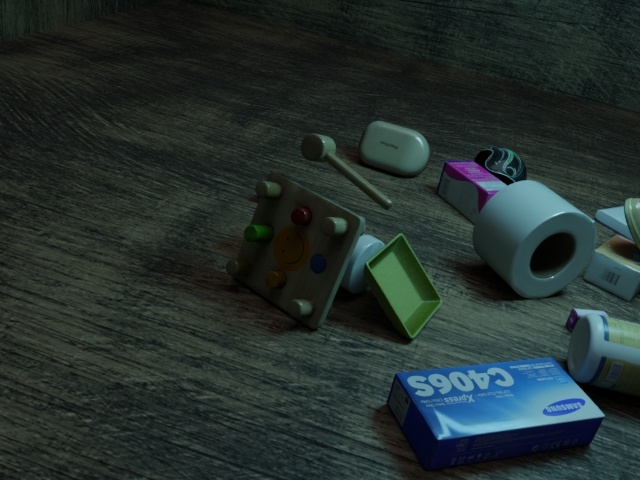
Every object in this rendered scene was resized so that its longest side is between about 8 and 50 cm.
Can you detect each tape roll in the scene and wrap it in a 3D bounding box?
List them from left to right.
[{"bbox_3d":[0.519,-0.003,1.666,0.246,0.246,0.169,-3,31,-24],"label":"tape roll"}]

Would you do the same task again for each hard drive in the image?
[{"bbox_3d":[1.054,-0.051,2.153,0.318,0.040,0.210,-8,34,-32],"label":"hard drive"}]

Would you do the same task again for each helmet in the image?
[{"bbox_3d":[0.562,-0.212,2.142,0.169,0.169,0.161,16,46,9],"label":"helmet"}]

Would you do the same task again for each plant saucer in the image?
[{"bbox_3d":[0.171,0.101,1.480,0.188,0.045,0.188,58,37,-3],"label":"plant saucer"}]

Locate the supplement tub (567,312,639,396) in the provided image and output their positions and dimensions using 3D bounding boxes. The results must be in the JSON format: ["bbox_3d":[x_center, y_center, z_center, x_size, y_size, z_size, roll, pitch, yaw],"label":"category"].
[{"bbox_3d":[0.619,0.236,1.373,0.199,0.144,0.144,14,29,4],"label":"supplement tub"}]

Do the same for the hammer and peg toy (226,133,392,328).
[{"bbox_3d":[-0.030,-0.029,1.406,0.266,0.361,0.127,31,15,30],"label":"hammer and peg toy"}]

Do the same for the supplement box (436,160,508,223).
[{"bbox_3d":[0.462,-0.143,2.034,0.114,0.111,0.220,-4,33,-26],"label":"supplement box"}]

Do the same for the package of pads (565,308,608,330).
[{"bbox_3d":[0.612,0.184,1.563,0.083,0.050,0.032,6,29,-11],"label":"package of pads"}]

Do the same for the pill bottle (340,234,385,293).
[{"bbox_3d":[0.000,0.000,1.560,0.278,0.162,0.162,29,33,31],"label":"pill bottle"}]

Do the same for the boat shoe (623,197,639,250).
[{"bbox_3d":[0.898,0.013,1.726,0.341,0.110,0.122,46,46,-12],"label":"boat shoe"}]

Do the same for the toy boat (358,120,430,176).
[{"bbox_3d":[0.246,-0.291,2.226,0.231,0.151,0.151,20,1,16],"label":"toy boat"}]

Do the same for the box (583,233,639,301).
[{"bbox_3d":[0.797,0.069,1.794,0.130,0.091,0.170,30,34,31],"label":"box"}]

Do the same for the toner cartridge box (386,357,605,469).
[{"bbox_3d":[0.311,0.301,1.219,0.347,0.075,0.165,-1,32,-22],"label":"toner cartridge box"}]
